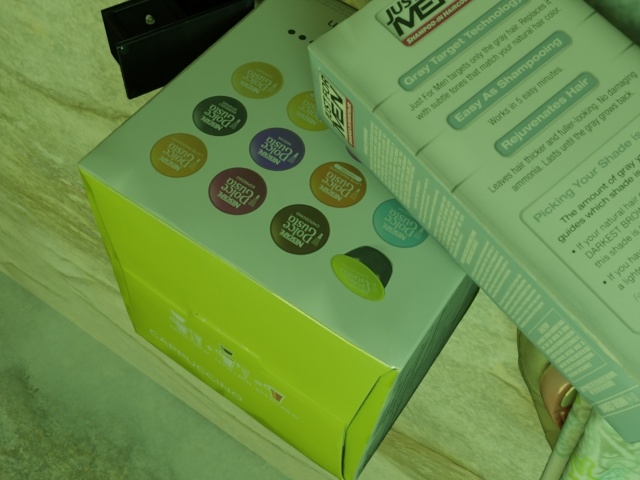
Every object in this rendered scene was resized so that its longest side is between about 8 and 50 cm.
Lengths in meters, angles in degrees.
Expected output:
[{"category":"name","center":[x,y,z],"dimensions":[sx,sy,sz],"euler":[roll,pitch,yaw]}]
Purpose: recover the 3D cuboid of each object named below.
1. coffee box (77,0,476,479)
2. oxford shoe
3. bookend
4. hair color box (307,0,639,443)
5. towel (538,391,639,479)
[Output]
[{"category":"coffee box","center":[0.000,0.000,0.794],"dimensions":[0.337,0.334,0.338],"euler":[32,150,15]},{"category":"oxford shoe","center":[0.340,0.200,0.931],"dimensions":[0.397,0.140,0.147],"euler":[62,-177,-47]},{"category":"bookend","center":[-0.176,-0.253,0.786],"dimensions":[0.157,0.156,0.072],"euler":[52,157,27]},{"category":"hair color box","center":[0.179,-0.054,0.556],"dimensions":[0.374,0.185,0.114],"euler":[49,170,17]},{"category":"towel","center":[0.415,0.258,0.767],"dimensions":[0.320,0.090,0.375],"euler":[4,134,5]}]
